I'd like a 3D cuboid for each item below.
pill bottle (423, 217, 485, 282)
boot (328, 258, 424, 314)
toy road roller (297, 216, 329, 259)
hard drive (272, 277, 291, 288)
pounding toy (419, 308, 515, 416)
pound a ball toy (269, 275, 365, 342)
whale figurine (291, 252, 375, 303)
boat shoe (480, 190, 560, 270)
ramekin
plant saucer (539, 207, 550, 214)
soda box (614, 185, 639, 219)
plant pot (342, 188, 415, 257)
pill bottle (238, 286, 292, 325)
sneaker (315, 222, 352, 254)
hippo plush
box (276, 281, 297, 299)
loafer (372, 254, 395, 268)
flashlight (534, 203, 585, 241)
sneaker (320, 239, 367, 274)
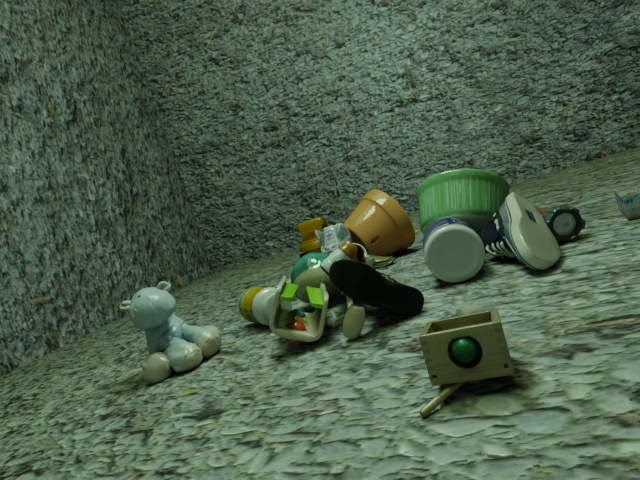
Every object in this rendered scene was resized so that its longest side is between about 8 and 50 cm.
[{"bbox_3d":[0.369,0.016,1.200,0.153,0.153,0.264,-17,6,14],"label":"pill bottle"},{"bbox_3d":[0.110,0.113,1.021,0.236,0.086,0.178,22,-7,-11],"label":"boot"},{"bbox_3d":[0.000,0.000,2.165,0.202,0.241,0.329,-17,5,14],"label":"toy road roller"},{"bbox_3d":[-0.029,0.153,1.789,0.307,0.040,0.202,-24,7,-41],"label":"hard drive"},{"bbox_3d":[0.202,0.169,0.605,0.129,0.101,0.141,-16,-5,20],"label":"pounding toy"},{"bbox_3d":[-0.017,0.187,1.068,0.207,0.136,0.319,12,1,-3],"label":"pound a ball toy"},{"bbox_3d":[0.036,0.095,1.350,0.271,0.141,0.216,-18,-34,-7],"label":"whale figurine"},{"bbox_3d":[0.512,0.010,1.117,0.158,0.127,0.341,-60,-1,34],"label":"boat shoe"},{"bbox_3d":[0.474,-0.099,1.419,0.302,0.149,0.303,5,-21,2],"label":"ramekin"},{"bbox_3d":[0.746,-0.077,1.500,0.199,0.037,0.200,-19,5,2],"label":"plant saucer"},{"bbox_3d":[0.888,-0.110,1.203,0.058,0.063,0.183,-15,6,30],"label":"soda box"},{"bbox_3d":[0.220,-0.036,1.763,0.203,0.291,0.291,-38,11,-16],"label":"plant pot"},{"bbox_3d":[-0.171,0.204,1.317,0.117,0.118,0.208,-21,6,-30],"label":"pill bottle"},{"bbox_3d":[0.033,0.060,1.593,0.137,0.211,0.365,-16,6,28],"label":"sneaker"},{"bbox_3d":[-0.427,0.235,1.214,0.234,0.237,0.294,-21,6,-21],"label":"hippo plush"},{"bbox_3d":[-0.153,0.206,1.542,0.168,0.059,0.054,-22,5,-33],"label":"box"},{"bbox_3d":[0.215,0.080,1.627,0.147,0.050,0.056,-17,5,19],"label":"loafer"},{"bbox_3d":[0.664,-0.066,1.263,0.103,0.103,0.304,-35,5,11],"label":"flashlight"},{"bbox_3d":[0.094,0.085,1.165,0.123,0.105,0.290,-49,-22,-6],"label":"sneaker"}]
